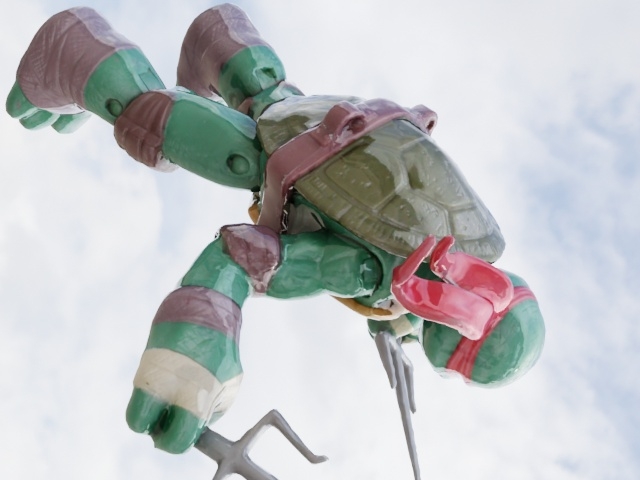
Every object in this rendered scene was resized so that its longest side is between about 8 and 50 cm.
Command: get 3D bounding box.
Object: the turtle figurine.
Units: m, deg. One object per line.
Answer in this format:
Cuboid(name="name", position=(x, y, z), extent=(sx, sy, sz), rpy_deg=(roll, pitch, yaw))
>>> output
Cuboid(name="turtle figurine", position=(0.000, 0.000, 0.375), extent=(0.234, 0.175, 0.118), rpy_deg=(46, -70, 28))
